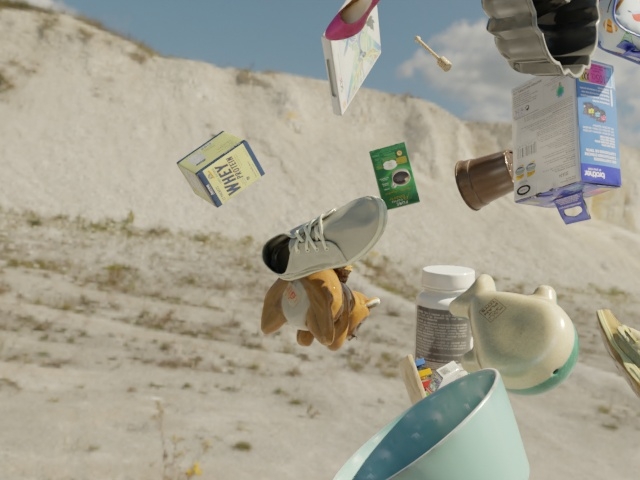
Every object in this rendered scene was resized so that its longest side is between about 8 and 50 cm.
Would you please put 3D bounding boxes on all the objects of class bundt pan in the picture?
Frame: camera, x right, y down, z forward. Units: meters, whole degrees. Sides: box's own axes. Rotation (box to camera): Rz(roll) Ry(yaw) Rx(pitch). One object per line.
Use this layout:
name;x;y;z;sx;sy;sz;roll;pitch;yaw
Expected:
bundt pan;0.402;-0.458;1.443;0.124;0.331;0.330;-3;-8;40

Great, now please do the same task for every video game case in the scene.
video game case;0.102;-0.602;2.380;0.036;0.329;0.300;15;-34;21

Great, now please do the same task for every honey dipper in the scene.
honey dipper;0.325;-0.548;2.245;0.030;0.030;0.161;9;37;-49

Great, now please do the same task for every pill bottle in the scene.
pill bottle;0.411;0.272;2.529;0.204;0.361;0.204;1;8;0

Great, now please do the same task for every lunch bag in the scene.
lunch bag;0.710;-0.468;1.616;0.303;0.243;0.115;17;-14;-9

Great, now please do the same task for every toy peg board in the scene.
toy peg board;0.317;0.438;2.399;0.079;0.161;0.161;-15;-18;-10

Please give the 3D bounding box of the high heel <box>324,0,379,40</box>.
high heel;0.096;-0.587;1.895;0.244;0.082;0.117;-28;-22;18

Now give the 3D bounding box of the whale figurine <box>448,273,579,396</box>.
whale figurine;0.348;0.171;1.399;0.141;0.216;0.272;47;-1;-35

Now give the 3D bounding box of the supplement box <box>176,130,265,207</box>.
supplement box;-0.136;-0.098;1.047;0.083;0.083;0.056;30;-26;56

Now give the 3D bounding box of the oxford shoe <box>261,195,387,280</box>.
oxford shoe;0.000;0.000;2.157;0.449;0.169;0.130;-25;-30;38

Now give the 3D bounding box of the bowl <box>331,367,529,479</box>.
bowl;0.177;0.344;1.125;0.311;0.163;0.311;-35;-3;-2

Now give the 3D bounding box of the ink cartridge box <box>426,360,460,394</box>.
ink cartridge box;0.287;0.343;1.842;0.062;0.115;0.029;-19;52;-36

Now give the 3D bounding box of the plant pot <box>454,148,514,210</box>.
plant pot;0.523;-0.193;2.358;0.165;0.167;0.167;-20;-18;36

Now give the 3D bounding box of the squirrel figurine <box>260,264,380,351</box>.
squirrel figurine;0.034;0.158;2.502;0.281;0.397;0.370;-5;-10;39

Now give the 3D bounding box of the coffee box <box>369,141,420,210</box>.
coffee box;0.217;-0.187;2.269;0.113;0.184;0.040;-16;-1;3

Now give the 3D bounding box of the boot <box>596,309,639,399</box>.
boot;0.764;0.227;1.762;0.203;0.095;0.262;-24;33;8

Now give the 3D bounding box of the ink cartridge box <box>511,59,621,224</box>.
ink cartridge box;0.646;-0.247;2.055;0.151;0.396;0.270;6;-11;-22
